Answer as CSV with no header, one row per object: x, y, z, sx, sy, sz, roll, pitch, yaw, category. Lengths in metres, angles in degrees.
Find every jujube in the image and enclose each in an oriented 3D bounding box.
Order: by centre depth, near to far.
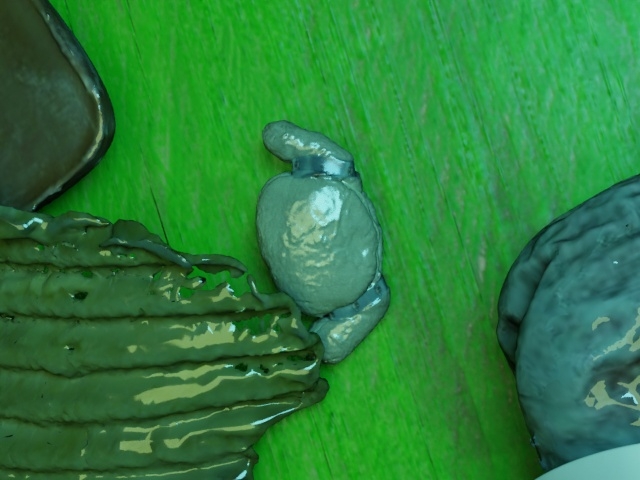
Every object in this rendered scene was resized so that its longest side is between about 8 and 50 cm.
0.286,0.054,0.833,0.307,0.215,0.247,-18,100,7,jujube

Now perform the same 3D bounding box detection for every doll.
0.000,0.000,0.962,0.103,0.071,0.214,-13,95,14,doll

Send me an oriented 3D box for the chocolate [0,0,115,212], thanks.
-0.275,-0.148,1.008,0.161,0.083,0.261,-33,81,16,chocolate

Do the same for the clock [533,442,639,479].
0.235,0.217,0.767,0.230,0.230,0.083,-12,51,12,clock

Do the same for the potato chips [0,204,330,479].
-0.200,0.134,0.993,0.389,0.097,0.373,19,113,8,potato chips
